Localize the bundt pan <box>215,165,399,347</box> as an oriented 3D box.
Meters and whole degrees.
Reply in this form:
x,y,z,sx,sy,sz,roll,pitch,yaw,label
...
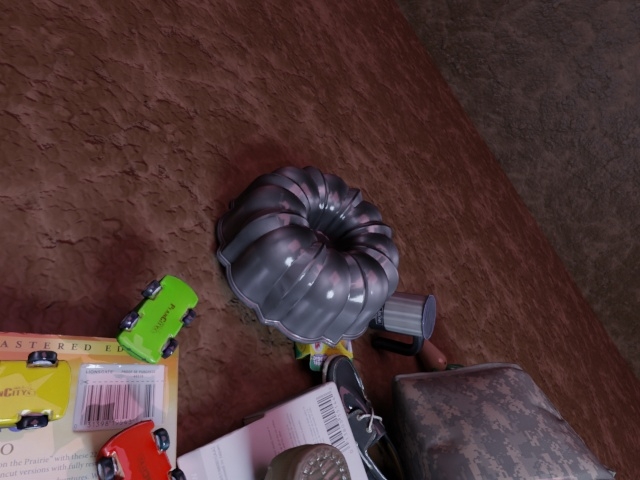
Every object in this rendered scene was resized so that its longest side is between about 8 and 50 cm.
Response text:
x,y,z,sx,sy,sz,roll,pitch,yaw,label
0.000,0.000,0.700,0.330,0.124,0.331,21,43,-22,bundt pan

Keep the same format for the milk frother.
x,y,z,sx,sy,sz,roll,pitch,yaw,label
0.164,0.142,0.833,0.143,0.134,0.129,-44,131,-48,milk frother

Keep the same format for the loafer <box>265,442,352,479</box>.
x,y,z,sx,sy,sz,roll,pitch,yaw,label
-0.001,0.352,0.456,0.101,0.092,0.269,-4,85,-36,loafer

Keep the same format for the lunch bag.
x,y,z,sx,sy,sz,roll,pitch,yaw,label
0.276,0.332,0.664,0.286,0.169,0.235,-4,30,-11,lunch bag

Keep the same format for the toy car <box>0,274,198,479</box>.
x,y,z,sx,sy,sz,roll,pitch,yaw,label
-0.198,0.131,0.412,0.239,0.053,0.225,44,41,-19,toy car

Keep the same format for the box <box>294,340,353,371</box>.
x,y,z,sx,sy,sz,roll,pitch,yaw,label
0.002,0.143,0.733,0.105,0.043,0.179,19,51,-39,box

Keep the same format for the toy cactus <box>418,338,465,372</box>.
x,y,z,sx,sy,sz,roll,pitch,yaw,label
0.268,0.299,0.888,0.218,0.112,0.181,-9,50,-35,toy cactus

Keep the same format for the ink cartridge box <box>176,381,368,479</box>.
x,y,z,sx,sy,sz,roll,pitch,yaw,label
-0.036,0.368,0.527,0.261,0.066,0.297,-6,70,-45,ink cartridge box

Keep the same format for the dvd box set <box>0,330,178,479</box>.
x,y,z,sx,sy,sz,roll,pitch,yaw,label
-0.272,0.286,0.328,0.307,0.062,0.421,16,56,-41,dvd box set

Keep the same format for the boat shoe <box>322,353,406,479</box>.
x,y,z,sx,sy,sz,roll,pitch,yaw,label
0.071,0.291,0.664,0.084,0.079,0.233,-17,86,-46,boat shoe
